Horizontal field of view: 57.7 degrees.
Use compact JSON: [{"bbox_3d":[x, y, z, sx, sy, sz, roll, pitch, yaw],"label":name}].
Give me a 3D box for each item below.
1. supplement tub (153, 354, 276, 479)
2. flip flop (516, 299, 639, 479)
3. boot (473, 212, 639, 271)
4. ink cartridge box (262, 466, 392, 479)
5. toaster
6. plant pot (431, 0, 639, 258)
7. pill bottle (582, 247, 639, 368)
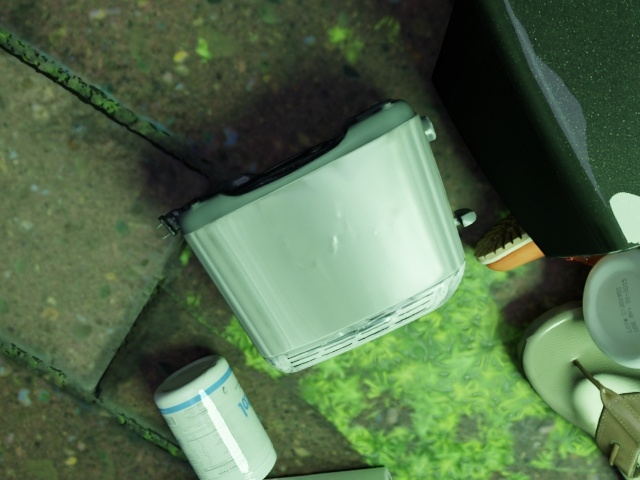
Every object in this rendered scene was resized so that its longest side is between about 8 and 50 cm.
[{"bbox_3d":[-0.092,0.162,0.513,0.071,0.071,0.107,-26,100,8],"label":"supplement tub"},{"bbox_3d":[0.276,0.163,0.488,0.112,0.080,0.277,-36,97,9],"label":"flip flop"},{"bbox_3d":[0.208,0.000,0.473,0.158,0.059,0.084,-25,104,7],"label":"boot"},{"bbox_3d":[0.003,0.334,0.532,0.159,0.092,0.217,-8,99,5],"label":"ink cartridge box"},{"bbox_3d":[0.000,0.000,0.447,0.227,0.129,0.146,-26,101,7],"label":"toaster"},{"bbox_3d":[0.192,-0.085,0.366,0.188,0.187,0.166,-17,85,4],"label":"plant pot"},{"bbox_3d":[0.292,0.049,0.444,0.160,0.087,0.087,1,102,-19],"label":"pill bottle"}]
